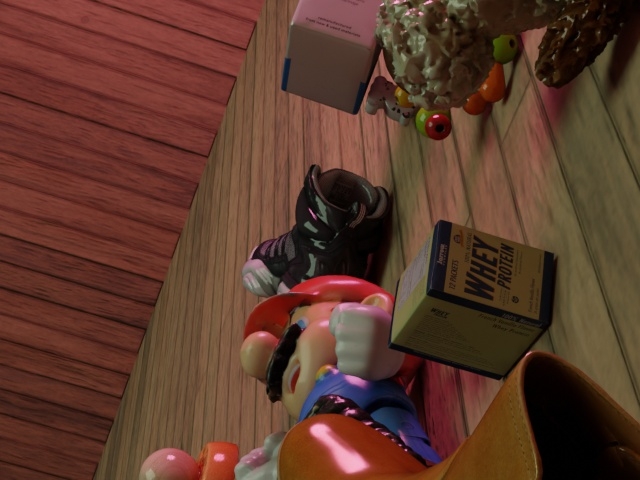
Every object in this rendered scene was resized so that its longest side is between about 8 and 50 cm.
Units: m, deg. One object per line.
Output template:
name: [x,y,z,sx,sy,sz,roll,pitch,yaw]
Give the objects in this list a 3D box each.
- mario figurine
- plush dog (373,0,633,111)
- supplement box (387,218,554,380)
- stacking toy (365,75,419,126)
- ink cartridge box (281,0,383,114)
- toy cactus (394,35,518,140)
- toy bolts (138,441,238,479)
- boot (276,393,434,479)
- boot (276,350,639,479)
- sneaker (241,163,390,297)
mario figurine: [-0.004,0.130,1.277,0.198,0.170,0.320,-36,27,9]
plush dog: [0.149,-0.223,1.158,0.225,0.211,0.262,-158,56,-66]
supplement box: [0.099,0.040,1.132,0.083,0.083,0.056,120,164,-54]
stacking toy: [0.102,-0.236,1.632,0.167,0.052,0.221,104,-175,-65]
ink cartridge box: [0.035,-0.249,1.669,0.148,0.086,0.203,102,-174,-68]
toy cactus: [0.114,-0.185,1.433,0.180,0.112,0.219,114,165,-88]
toy bolts: [-0.124,0.326,1.653,0.218,0.158,0.228,118,165,-48]
boot: [-0.067,0.200,1.074,0.260,0.348,0.131,-62,-24,-2]
boot: [0.077,0.125,0.829,0.295,0.104,0.211,54,145,42]
sneaker: [0.000,0.000,1.715,0.268,0.101,0.153,-140,68,-73]
